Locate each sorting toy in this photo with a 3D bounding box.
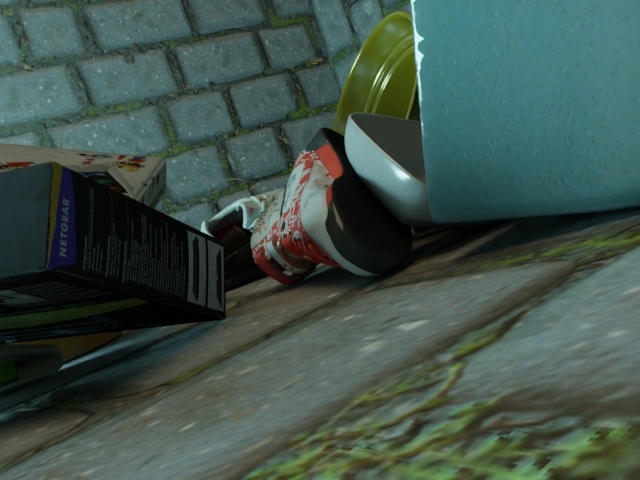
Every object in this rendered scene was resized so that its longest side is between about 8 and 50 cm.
[{"bbox_3d":[-0.371,0.136,0.672,0.193,0.038,0.208,-19,-17,8],"label":"sorting toy"}]

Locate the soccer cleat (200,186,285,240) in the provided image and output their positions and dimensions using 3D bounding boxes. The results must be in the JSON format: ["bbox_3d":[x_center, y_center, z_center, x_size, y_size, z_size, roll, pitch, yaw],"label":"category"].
[{"bbox_3d":[-0.111,-0.053,1.590,0.331,0.116,0.143,-28,-23,-15],"label":"soccer cleat"}]

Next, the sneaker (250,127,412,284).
[{"bbox_3d":[0.001,0.000,0.703,0.145,0.090,0.270,-55,21,20],"label":"sneaker"}]

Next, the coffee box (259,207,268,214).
[{"bbox_3d":[-0.008,-0.062,1.186,0.113,0.040,0.184,-23,5,-33],"label":"coffee box"}]

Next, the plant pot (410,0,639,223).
[{"bbox_3d":[0.235,-0.153,0.513,0.252,0.248,0.247,4,18,40],"label":"plant pot"}]

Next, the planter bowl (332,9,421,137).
[{"bbox_3d":[0.096,-0.144,0.836,0.090,0.217,0.217,13,-9,-21],"label":"planter bowl"}]

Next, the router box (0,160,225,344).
[{"bbox_3d":[-0.274,0.031,0.633,0.308,0.081,0.243,-8,-16,19],"label":"router box"}]

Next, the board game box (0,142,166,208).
[{"bbox_3d":[-0.344,-0.056,0.815,0.305,0.053,0.193,5,24,-1],"label":"board game box"}]

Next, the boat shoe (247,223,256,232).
[{"bbox_3d":[-0.152,0.014,1.483,0.183,0.065,0.083,-25,10,-7],"label":"boat shoe"}]

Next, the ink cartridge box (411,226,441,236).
[{"bbox_3d":[0.261,-0.105,0.876,0.324,0.071,0.330,-22,2,13],"label":"ink cartridge box"}]

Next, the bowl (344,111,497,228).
[{"bbox_3d":[0.096,-0.058,0.665,0.142,0.142,0.053,0,-54,-36],"label":"bowl"}]

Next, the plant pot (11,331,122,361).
[{"bbox_3d":[-0.372,0.063,0.885,0.205,0.188,0.205,-20,4,1],"label":"plant pot"}]

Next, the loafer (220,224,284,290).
[{"bbox_3d":[-0.110,0.018,0.994,0.220,0.078,0.080,-20,4,0],"label":"loafer"}]
